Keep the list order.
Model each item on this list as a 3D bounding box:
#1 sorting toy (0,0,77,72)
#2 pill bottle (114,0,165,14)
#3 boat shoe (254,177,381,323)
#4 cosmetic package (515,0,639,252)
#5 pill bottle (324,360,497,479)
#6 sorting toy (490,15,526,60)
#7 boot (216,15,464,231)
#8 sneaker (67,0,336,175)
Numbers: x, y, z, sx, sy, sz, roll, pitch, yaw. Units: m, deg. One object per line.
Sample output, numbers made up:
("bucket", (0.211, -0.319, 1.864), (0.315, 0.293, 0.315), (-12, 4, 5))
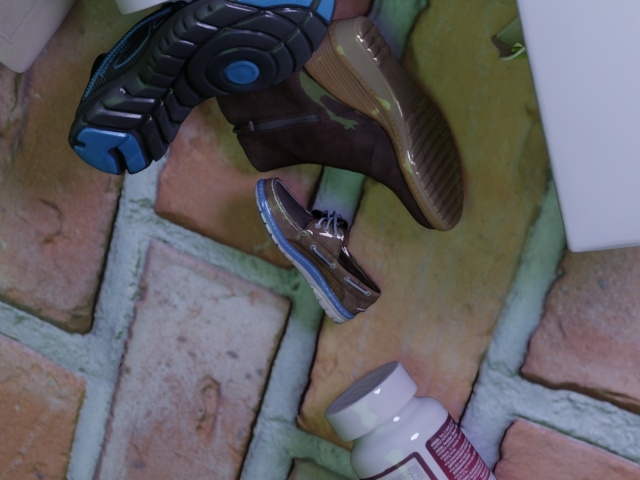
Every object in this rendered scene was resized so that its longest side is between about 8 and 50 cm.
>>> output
("sorting toy", (-0.337, -0.301, 1.610), (0.196, 0.047, 0.348), (35, 94, -19))
("pill bottle", (-0.190, -0.364, 1.512), (0.153, 0.153, 0.265), (-16, 105, 27))
("boat shoe", (0.000, 0.000, 1.643), (0.066, 0.066, 0.183), (-28, 112, 20))
("cosmetic package", (0.265, -0.244, 1.335), (0.161, 0.230, 0.453), (-6, 110, 23))
("pill bottle", (0.108, 0.246, 1.665), (0.121, 0.121, 0.221), (-33, 96, 30))
("sorting toy", (0.198, -0.195, 1.470), (0.045, 0.075, 0.083), (48, 121, -2))
("boot", (0.019, -0.102, 1.595), (0.206, 0.090, 0.248), (-18, 106, 40))
("sneaker", (-0.128, -0.201, 1.551), (0.340, 0.140, 0.125), (-28, 134, 31))
